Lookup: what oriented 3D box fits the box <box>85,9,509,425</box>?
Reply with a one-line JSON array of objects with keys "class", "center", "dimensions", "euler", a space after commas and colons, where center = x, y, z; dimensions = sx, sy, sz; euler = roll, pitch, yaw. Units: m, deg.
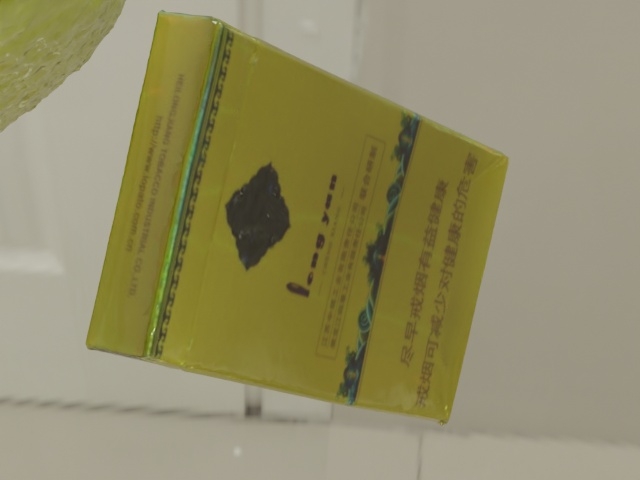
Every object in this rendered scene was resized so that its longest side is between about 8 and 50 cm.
[{"class": "box", "center": [0.001, 0.000, 0.970], "dimensions": [0.041, 0.279, 0.153], "euler": [11, 86, 34]}]

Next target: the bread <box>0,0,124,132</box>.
[{"class": "bread", "center": [-0.304, -0.165, 1.080], "dimensions": [0.348, 0.348, 0.307], "euler": [-26, 83, -17]}]
